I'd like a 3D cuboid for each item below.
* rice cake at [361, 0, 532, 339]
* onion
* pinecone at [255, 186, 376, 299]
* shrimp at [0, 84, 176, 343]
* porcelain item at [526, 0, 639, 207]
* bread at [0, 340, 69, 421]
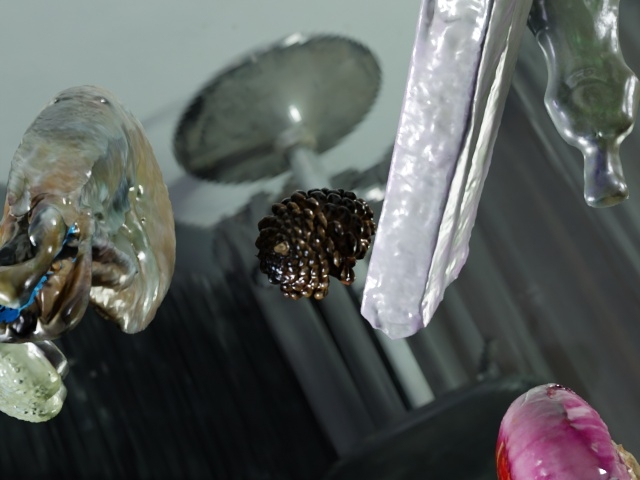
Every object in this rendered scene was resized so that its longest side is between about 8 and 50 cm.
[{"bbox_3d":[0.079,-0.078,0.920,0.106,0.050,0.298,-52,158,-49],"label":"rice cake"},{"bbox_3d":[0.234,0.253,1.469,0.163,0.230,0.230,-27,152,7],"label":"onion"},{"bbox_3d":[0.001,-0.002,1.358,0.109,0.102,0.102,-34,156,-23],"label":"pinecone"},{"bbox_3d":[-0.200,-0.007,1.282,0.110,0.221,0.446,-16,-167,11],"label":"shrimp"},{"bbox_3d":[0.219,-0.125,1.232,0.081,0.216,0.069,-7,154,-2],"label":"porcelain item"},{"bbox_3d":[-0.302,0.074,1.297,0.056,0.207,0.286,-51,148,-21],"label":"bread"}]
